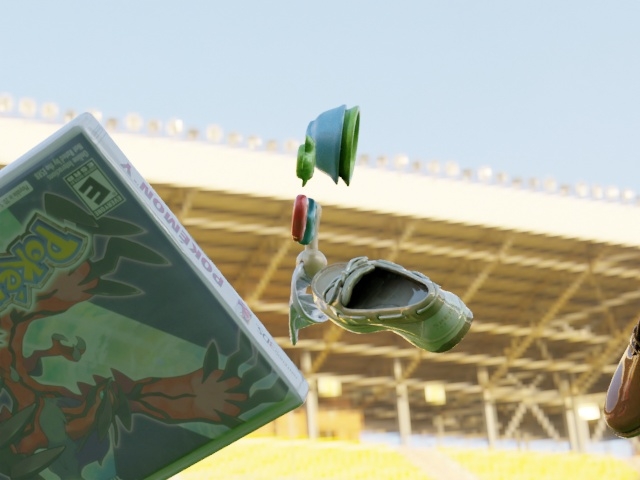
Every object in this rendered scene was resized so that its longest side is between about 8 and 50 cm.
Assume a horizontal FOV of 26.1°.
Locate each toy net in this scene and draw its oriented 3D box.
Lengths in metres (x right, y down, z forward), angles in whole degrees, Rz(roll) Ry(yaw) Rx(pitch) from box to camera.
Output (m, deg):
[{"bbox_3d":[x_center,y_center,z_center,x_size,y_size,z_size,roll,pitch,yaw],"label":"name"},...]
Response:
[{"bbox_3d":[0.000,0.000,1.203,0.045,0.122,0.232,7,-62,3],"label":"toy net"}]

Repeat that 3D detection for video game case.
[{"bbox_3d":[-0.139,0.058,0.714,0.201,0.023,0.183,-31,-73,20],"label":"video game case"}]

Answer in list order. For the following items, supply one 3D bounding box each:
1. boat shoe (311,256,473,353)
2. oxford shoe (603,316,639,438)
[{"bbox_3d":[0.041,0.037,0.967,0.153,0.056,0.048,21,-22,53],"label":"boat shoe"},{"bbox_3d":[0.338,0.106,1.409,0.076,0.076,0.212,10,-70,-44],"label":"oxford shoe"}]
